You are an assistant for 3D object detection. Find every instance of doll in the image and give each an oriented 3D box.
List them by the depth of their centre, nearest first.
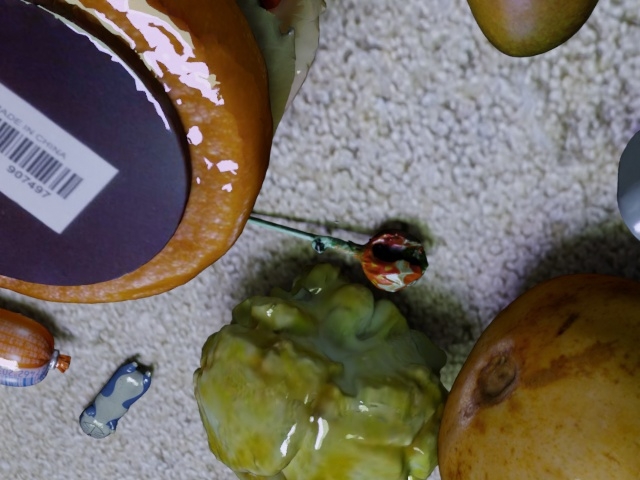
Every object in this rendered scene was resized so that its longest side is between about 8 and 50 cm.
[{"bbox_3d":[-0.199,0.155,1.320,0.037,0.027,0.125,35,130,-7],"label":"doll"}]

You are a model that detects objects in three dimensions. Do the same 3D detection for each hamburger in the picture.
[{"bbox_3d":[-0.167,-0.137,0.907,0.330,0.250,0.330,10,132,11],"label":"hamburger"}]

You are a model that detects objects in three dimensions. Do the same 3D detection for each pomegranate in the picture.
[{"bbox_3d":[0.227,0.161,1.066,0.264,0.264,0.264,7,132,8],"label":"pomegranate"}]

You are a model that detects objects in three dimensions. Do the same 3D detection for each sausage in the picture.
[{"bbox_3d":[-0.347,0.085,1.267,0.234,0.071,0.071,17,132,0],"label":"sausage"}]

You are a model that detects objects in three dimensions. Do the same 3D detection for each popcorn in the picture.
[{"bbox_3d":[0.001,0.137,1.157,0.221,0.184,0.204,30,137,-14],"label":"popcorn"}]

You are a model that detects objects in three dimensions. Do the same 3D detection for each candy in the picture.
[{"bbox_3d":[0.000,0.000,1.129,0.184,0.055,0.049,15,125,11],"label":"candy"}]

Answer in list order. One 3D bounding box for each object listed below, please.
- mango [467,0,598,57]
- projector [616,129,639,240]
[{"bbox_3d":[0.116,-0.238,0.840,0.133,0.111,0.267,-12,127,3],"label":"mango"},{"bbox_3d":[0.367,-0.025,0.971,0.250,0.108,0.198,36,129,-19],"label":"projector"}]
